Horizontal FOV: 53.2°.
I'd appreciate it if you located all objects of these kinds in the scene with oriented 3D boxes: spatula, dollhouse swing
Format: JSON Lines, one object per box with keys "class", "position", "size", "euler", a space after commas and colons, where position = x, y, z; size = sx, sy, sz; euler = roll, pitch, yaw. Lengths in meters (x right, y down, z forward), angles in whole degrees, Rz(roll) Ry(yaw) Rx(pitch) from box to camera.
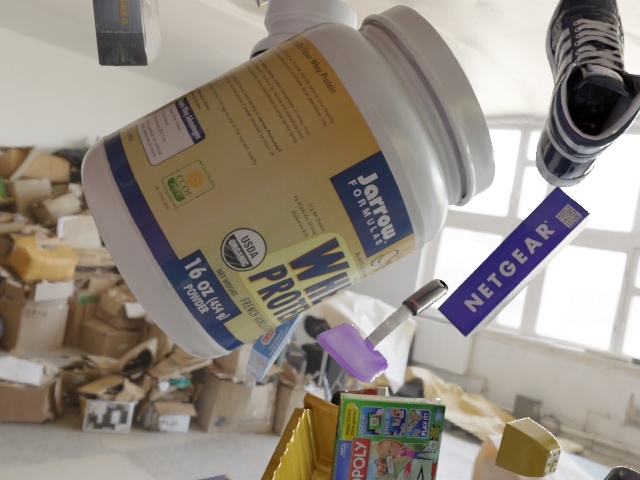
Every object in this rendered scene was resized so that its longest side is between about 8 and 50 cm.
{"class": "spatula", "position": [0.104, 0.107, 0.863], "size": [0.084, 0.030, 0.297], "euler": [45, 40, 16]}
{"class": "dollhouse swing", "position": [0.064, 0.582, 1.412], "size": [0.305, 0.314, 0.346], "euler": [7, 34, 19]}

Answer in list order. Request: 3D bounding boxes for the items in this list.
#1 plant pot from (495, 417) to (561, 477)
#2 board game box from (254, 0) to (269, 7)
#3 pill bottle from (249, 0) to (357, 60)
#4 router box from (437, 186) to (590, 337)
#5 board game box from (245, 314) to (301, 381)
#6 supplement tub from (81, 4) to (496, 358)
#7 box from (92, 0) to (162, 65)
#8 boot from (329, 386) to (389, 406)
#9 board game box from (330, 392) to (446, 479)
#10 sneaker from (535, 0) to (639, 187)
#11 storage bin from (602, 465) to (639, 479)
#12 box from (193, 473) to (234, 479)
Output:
{"class": "plant pot", "position": [0.372, 0.372, 1.125], "size": [0.082, 0.081, 0.083], "euler": [4, 11, -42]}
{"class": "board game box", "position": [-0.056, -0.458, 1.017], "size": [0.141, 0.048, 0.170], "euler": [-34, 0, -3]}
{"class": "pill bottle", "position": [-0.029, -0.184, 0.862], "size": [0.153, 0.264, 0.153], "euler": [8, -4, 1]}
{"class": "router box", "position": [0.416, 0.052, 1.354], "size": [0.082, 0.335, 0.301], "euler": [46, 14, 18]}
{"class": "board game box", "position": [-0.065, 0.147, 1.082], "size": [0.039, 0.160, 0.211], "euler": [32, -24, 4]}
{"class": "supplement tub", "position": [-0.025, -0.057, 0.594], "size": [0.316, 0.228, 0.228], "euler": [-29, 2, -2]}
{"class": "box", "position": [-0.236, -0.318, 0.784], "size": [0.056, 0.182, 0.231], "euler": [-3, 21, -8]}
{"class": "boot", "position": [0.086, 0.496, 1.679], "size": [0.176, 0.088, 0.244], "euler": [-5, 39, 13]}
{"class": "board game box", "position": [0.128, 0.477, 1.302], "size": [0.214, 0.317, 0.046], "euler": [6, 4, -10]}
{"class": "sneaker", "position": [0.327, -0.217, 0.766], "size": [0.099, 0.282, 0.153], "euler": [10, -11, 10]}
{"class": "storage bin", "position": [0.319, 0.309, 0.618], "size": [0.135, 0.091, 0.098], "euler": [32, 35, 35]}
{"class": "box", "position": [-0.262, 0.508, 1.170], "size": [0.037, 0.136, 0.225], "euler": [28, 5, 33]}
